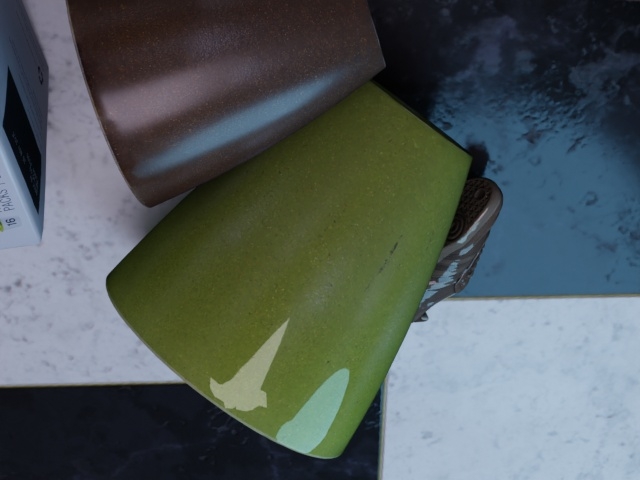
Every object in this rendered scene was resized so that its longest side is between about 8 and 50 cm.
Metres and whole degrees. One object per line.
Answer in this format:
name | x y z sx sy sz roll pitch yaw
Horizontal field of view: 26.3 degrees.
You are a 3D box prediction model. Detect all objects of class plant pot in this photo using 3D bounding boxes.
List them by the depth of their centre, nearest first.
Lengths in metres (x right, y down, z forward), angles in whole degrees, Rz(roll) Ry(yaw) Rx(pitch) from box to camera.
plant pot | -0.069 -0.163 1.161 0.230 0.215 0.215 -17 122 3
plant pot | 0.000 0.000 1.261 0.274 0.275 0.293 34 99 -23

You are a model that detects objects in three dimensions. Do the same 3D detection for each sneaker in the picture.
sneaker | 0.129 0.011 1.384 0.071 0.066 0.188 21 126 -36

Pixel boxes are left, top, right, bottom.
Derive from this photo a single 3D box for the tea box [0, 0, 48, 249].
tea box | -0.412 -0.153 1.082 0.323 0.220 0.329 -8 142 -1
